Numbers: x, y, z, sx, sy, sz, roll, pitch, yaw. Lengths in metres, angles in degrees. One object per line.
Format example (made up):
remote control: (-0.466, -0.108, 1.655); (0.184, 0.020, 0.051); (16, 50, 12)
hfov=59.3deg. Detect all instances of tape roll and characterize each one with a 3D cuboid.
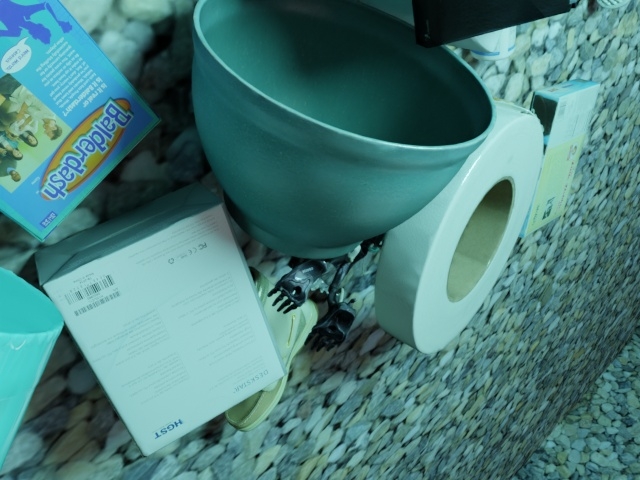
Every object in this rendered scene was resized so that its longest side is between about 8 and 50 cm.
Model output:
tape roll: (0.220, -0.014, 0.859); (0.392, 0.072, 0.392); (-35, 139, -38)

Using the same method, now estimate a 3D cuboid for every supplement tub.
supplement tub: (0.268, -0.341, 0.872); (0.071, 0.071, 0.107); (-36, 136, -27)

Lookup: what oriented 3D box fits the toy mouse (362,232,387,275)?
toy mouse: (0.062, -0.009, 0.885); (0.161, 0.031, 0.143); (-28, 131, -34)

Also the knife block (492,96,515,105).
knife block: (0.218, -0.088, 0.962); (0.275, 0.088, 0.242); (-39, 138, -25)

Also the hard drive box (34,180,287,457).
hard drive box: (-0.159, 0.083, 0.598); (0.181, 0.089, 0.232); (-26, 120, -19)

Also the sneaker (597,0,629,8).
sneaker: (0.631, -0.593, 1.089); (0.161, 0.102, 0.282); (-15, 123, -46)

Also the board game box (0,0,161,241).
board game box: (-0.254, -0.120, 0.456); (0.160, 0.047, 0.210); (-50, 140, -13)

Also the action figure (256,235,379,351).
action figure: (0.000, 0.000, 0.736); (0.164, 0.141, 0.276); (43, 35, -21)

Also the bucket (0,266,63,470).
bucket: (-0.319, 0.084, 0.347); (0.281, 0.281, 0.183); (33, 82, -52)

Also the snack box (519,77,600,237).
snack box: (0.508, -0.180, 1.243); (0.187, 0.060, 0.322); (-23, 128, -37)

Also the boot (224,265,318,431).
boot: (-0.103, 0.151, 0.770); (0.165, 0.077, 0.213); (38, 78, -52)

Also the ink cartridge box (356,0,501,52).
ink cartridge box: (0.131, -0.442, 0.580); (0.285, 0.166, 0.395); (5, 109, -50)

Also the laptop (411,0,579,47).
laptop: (0.192, -0.346, 0.527); (0.264, 0.136, 0.234); (-55, 146, -34)

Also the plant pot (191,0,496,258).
plant pot: (0.001, -0.106, 0.583); (0.293, 0.293, 0.196); (-19, 145, -39)
